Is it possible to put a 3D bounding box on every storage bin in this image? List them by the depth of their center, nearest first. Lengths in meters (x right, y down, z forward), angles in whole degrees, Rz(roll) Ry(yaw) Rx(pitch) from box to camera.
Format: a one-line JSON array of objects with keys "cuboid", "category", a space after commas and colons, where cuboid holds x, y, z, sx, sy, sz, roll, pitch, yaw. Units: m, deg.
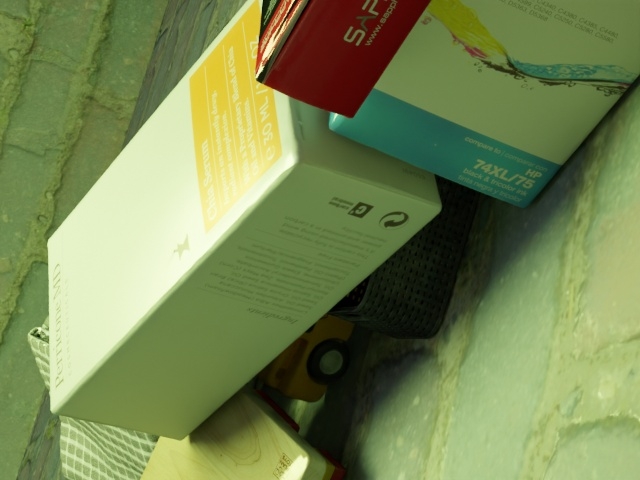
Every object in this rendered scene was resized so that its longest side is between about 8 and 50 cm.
[{"cuboid": [0.080, -0.001, 1.327, 0.122, 0.084, 0.180, 168, 120, -71], "category": "storage bin"}]

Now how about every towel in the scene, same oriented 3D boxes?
[{"cuboid": [-0.231, 0.217, 1.648, 0.121, 0.235, 0.284, -36, 35, -31], "category": "towel"}]

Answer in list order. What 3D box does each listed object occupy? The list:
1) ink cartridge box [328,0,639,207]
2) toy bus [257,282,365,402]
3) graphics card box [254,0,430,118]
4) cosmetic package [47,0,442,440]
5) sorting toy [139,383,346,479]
[{"cuboid": [0.155, -0.208, 1.129, 0.270, 0.197, 0.198, -54, 22, 41], "category": "ink cartridge box"}, {"cuboid": [0.000, 0.000, 1.460, 0.108, 0.130, 0.332, 39, 108, 57], "category": "toy bus"}, {"cuboid": [0.043, -0.295, 1.075, 0.233, 0.094, 0.371, -56, 21, 35], "category": "graphics card box"}, {"cuboid": [-0.098, -0.014, 1.340, 0.453, 0.161, 0.230, -44, 42, 38], "category": "cosmetic package"}, {"cuboid": [-0.091, 0.290, 1.426, 0.257, 0.089, 0.255, 35, 101, 54], "category": "sorting toy"}]
